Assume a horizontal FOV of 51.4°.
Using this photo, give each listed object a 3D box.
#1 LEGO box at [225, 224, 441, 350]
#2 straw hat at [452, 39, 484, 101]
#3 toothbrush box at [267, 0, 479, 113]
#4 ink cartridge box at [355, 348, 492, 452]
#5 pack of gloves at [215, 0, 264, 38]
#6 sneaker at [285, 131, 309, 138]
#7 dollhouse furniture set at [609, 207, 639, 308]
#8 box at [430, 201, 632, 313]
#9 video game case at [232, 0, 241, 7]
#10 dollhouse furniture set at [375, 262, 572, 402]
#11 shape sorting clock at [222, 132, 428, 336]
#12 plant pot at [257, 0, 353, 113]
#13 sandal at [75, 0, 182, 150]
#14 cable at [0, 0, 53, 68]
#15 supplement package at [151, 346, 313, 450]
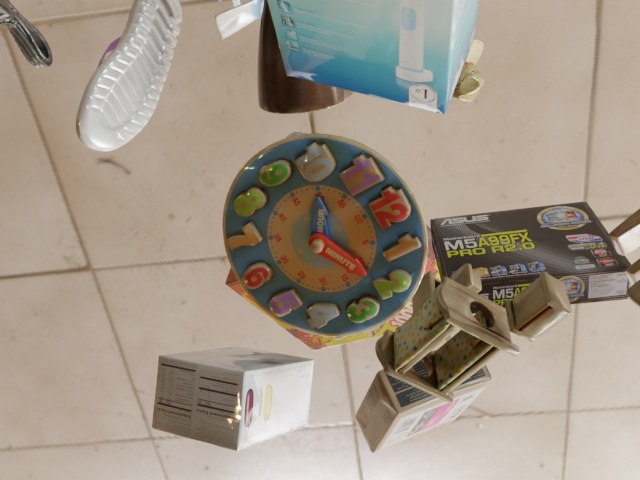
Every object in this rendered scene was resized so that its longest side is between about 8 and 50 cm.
[{"bbox_3d":[0.064,0.086,1.761,0.500,0.193,0.372,-20,130,40],"label":"LEGO box"},{"bbox_3d":[0.242,-0.268,1.126,0.144,0.144,0.061,-46,73,24],"label":"straw hat"},{"bbox_3d":[0.058,-0.290,0.716,0.217,0.126,0.295,17,161,15],"label":"toothbrush box"},{"bbox_3d":[0.183,0.291,1.227,0.193,0.088,0.234,-15,150,-17],"label":"ink cartridge box"},{"bbox_3d":[-0.139,-0.575,1.547,0.232,0.046,0.195,-30,156,-11],"label":"pack of gloves"},{"bbox_3d":[-0.043,-0.061,1.050,0.153,0.101,0.268,12,144,31],"label":"sneaker"},{"bbox_3d":[0.307,0.060,0.456,0.135,0.262,0.259,-41,138,8],"label":"dollhouse furniture set"},{"bbox_3d":[0.324,0.024,1.070,0.270,0.216,0.060,-6,120,6],"label":"box"},{"bbox_3d":[-0.227,-0.689,1.667,0.023,0.201,0.183,-9,77,-2],"label":"video game case"},{"bbox_3d":[0.153,0.051,0.724,0.101,0.160,0.182,28,127,-18],"label":"dollhouse furniture set"},{"bbox_3d":[0.000,0.000,0.639,0.206,0.040,0.206,4,108,13],"label":"shape sorting clock"},{"bbox_3d":[-0.048,-0.418,1.430,0.216,0.215,0.230,-6,120,6],"label":"plant pot"},{"bbox_3d":[-0.424,-0.375,1.460,0.102,0.416,0.169,10,157,31],"label":"sandal"},{"bbox_3d":[-0.556,-0.389,1.134,0.072,0.287,0.139,-17,85,-1],"label":"cable"},{"bbox_3d":[-0.166,0.304,1.328,0.204,0.262,0.145,5,88,28],"label":"supplement package"}]
